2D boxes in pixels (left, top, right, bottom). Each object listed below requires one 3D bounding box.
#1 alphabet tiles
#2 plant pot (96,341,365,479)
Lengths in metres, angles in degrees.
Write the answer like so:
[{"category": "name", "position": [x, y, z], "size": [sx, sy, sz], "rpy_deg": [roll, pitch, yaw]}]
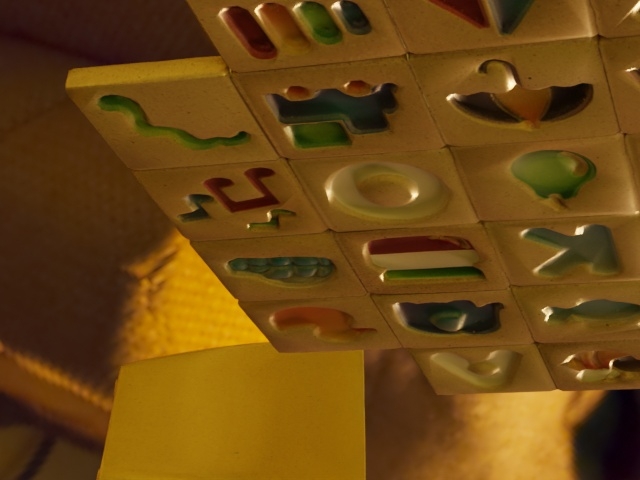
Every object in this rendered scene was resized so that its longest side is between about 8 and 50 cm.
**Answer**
[{"category": "alphabet tiles", "position": [0.086, -0.011, 0.595], "size": [0.285, 0.011, 0.342], "rpy_deg": [-4, 153, 17]}, {"category": "plant pot", "position": [-0.078, 0.201, 1.277], "size": [0.187, 0.212, 0.212], "rpy_deg": [10, 121, -4]}]
